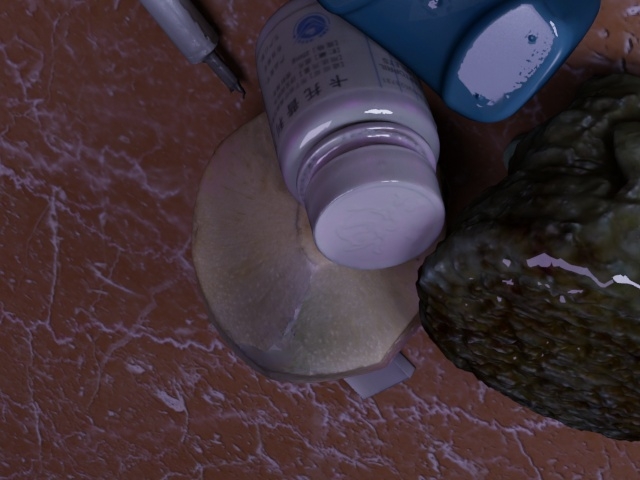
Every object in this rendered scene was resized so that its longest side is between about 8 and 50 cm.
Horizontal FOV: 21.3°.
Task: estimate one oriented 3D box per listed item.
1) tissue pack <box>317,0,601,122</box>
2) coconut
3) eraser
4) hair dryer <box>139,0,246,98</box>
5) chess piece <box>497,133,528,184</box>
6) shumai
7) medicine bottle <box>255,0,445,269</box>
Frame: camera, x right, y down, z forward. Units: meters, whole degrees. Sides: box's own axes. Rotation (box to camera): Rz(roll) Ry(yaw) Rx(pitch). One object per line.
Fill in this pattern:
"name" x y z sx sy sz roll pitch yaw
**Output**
"tissue pack" 0.139 -0.278 1.734 0.287 0.206 0.198 36 129 -4
"coconut" 0.000 0.000 1.993 0.352 0.352 0.353 17 135 18
"eraser" 0.044 0.145 2.298 0.150 0.023 0.104 47 136 -13
"hair dryer" -0.185 -0.303 2.000 0.173 0.107 0.357 -13 129 40
"chess piece" 0.227 -0.067 1.932 0.067 0.103 0.067 17 136 18
"shumai" 0.301 -0.011 1.779 0.395 0.348 0.395 16 157 7
"medicine bottle" 0.033 -0.117 1.781 0.170 0.293 0.170 -8 139 -7
